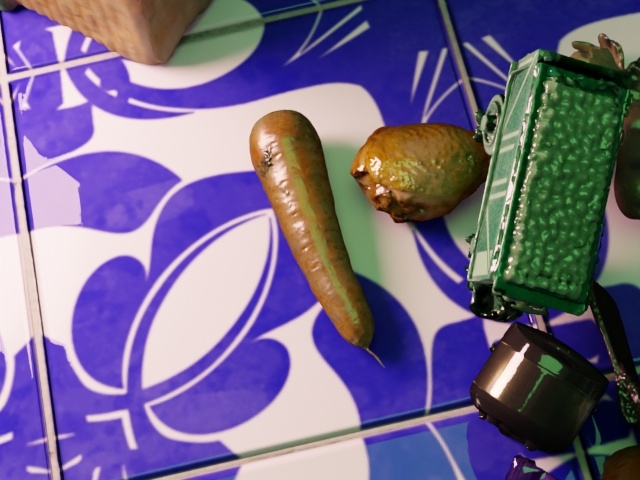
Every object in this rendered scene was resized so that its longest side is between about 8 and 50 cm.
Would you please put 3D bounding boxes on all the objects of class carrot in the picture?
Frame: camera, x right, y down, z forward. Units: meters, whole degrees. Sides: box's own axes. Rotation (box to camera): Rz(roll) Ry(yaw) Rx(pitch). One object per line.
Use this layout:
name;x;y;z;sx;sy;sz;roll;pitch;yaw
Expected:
carrot;0.000;0.000;1.410;0.078;0.078;0.298;-20;69;-4

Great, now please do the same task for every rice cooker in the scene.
rice cooker;0.198;0.137;1.273;0.112;0.165;0.106;32;82;8

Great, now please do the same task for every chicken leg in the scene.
chicken leg;0.155;-0.084;1.426;0.252;0.087;0.107;-12;75;-8

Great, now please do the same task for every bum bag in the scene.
bum bag;0.288;0.112;1.306;0.026;0.109;0.159;-23;62;19

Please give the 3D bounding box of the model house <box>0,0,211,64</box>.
model house;-0.272;-0.420;1.459;0.343;0.382;0.334;26;69;14

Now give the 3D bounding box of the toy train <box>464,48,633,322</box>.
toy train;0.209;-0.053;1.319;0.115;0.154;0.269;15;83;-17

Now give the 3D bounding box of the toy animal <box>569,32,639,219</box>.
toy animal;0.328;-0.119;1.418;0.186;0.093;0.214;8;63;7

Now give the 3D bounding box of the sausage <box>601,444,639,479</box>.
sausage;0.403;0.242;1.246;0.300;0.083;0.089;9;79;10

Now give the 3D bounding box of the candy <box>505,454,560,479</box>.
candy;0.255;0.312;1.223;0.275;0.070;0.145;27;87;18
